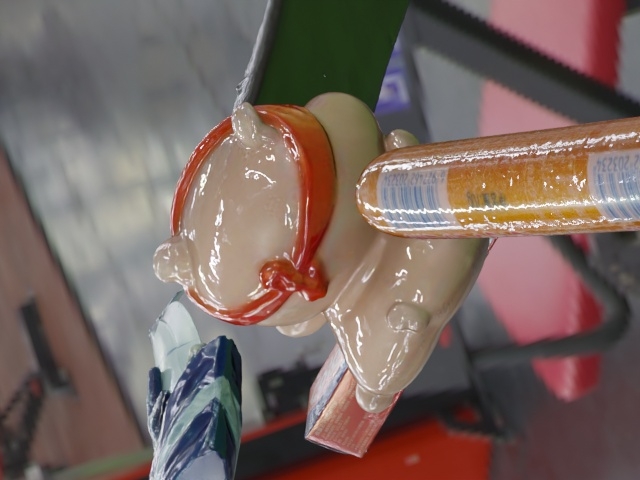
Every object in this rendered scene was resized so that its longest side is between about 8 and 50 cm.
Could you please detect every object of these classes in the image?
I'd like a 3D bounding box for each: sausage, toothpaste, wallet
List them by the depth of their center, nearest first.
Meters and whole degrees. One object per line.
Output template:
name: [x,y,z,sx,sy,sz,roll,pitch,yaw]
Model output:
sausage: [0.120,-0.029,0.954,0.348,0.053,0.053,-4,104,57]
wallet: [0.005,-0.144,1.504,0.146,0.030,0.285,44,-132,-38]
toothpaste: [0.075,0.067,1.838,0.076,0.066,0.320,-84,19,-52]

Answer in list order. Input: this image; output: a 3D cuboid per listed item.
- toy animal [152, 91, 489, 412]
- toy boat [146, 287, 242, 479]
toy animal: [0.000,0.000,1.266,0.198,0.171,0.171,31,166,-9]
toy boat: [-0.124,0.159,1.746,0.291,0.070,0.210,-143,63,-71]
